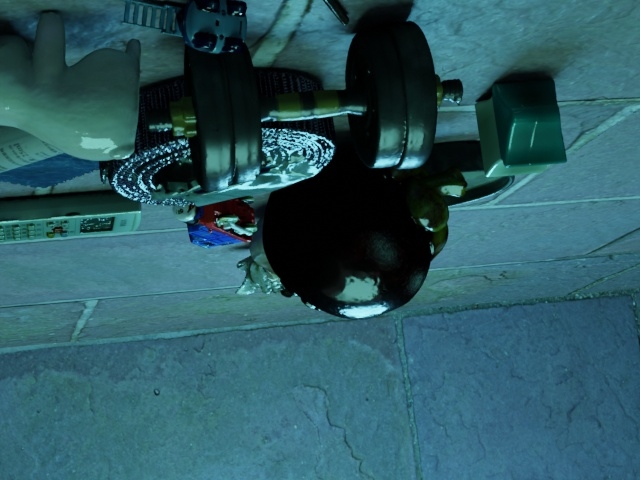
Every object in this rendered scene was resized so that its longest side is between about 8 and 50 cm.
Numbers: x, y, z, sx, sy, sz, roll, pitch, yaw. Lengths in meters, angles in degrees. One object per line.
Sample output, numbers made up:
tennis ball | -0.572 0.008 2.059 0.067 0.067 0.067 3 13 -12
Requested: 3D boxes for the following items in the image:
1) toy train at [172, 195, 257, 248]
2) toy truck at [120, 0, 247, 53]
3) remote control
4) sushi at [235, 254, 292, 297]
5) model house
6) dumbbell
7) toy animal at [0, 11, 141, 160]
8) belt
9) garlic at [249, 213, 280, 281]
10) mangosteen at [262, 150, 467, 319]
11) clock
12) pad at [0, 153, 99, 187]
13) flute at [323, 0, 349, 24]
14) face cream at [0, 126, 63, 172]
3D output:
toy train | -0.189 -0.044 2.225 0.131 0.083 0.204 -9 168 17
toy truck | -0.146 -0.241 1.384 0.136 0.063 0.074 5 -176 -43
remote control | -0.479 -0.036 2.150 0.344 0.050 0.145 -6 168 -13
sushi | -0.056 0.049 2.698 0.273 0.134 0.109 -26 -169 30
model house | 0.300 -0.167 1.851 0.100 0.127 0.149 -6 172 -11
dumbbell | -0.017 -0.164 1.522 0.388 0.185 0.185 -6 168 -10
toy animal | -0.332 -0.182 1.412 0.282 0.138 0.140 18 154 -9
belt | -0.140 -0.138 1.734 0.324 0.122 0.260 -12 161 9
garlic | 0.001 0.001 2.427 0.279 0.132 0.325 1 162 -35
mangosteen | 0.053 -0.027 2.034 0.297 0.297 0.313 0 129 -33
clock | 0.207 -0.110 2.237 0.280 0.055 0.280 -8 169 -2
pad | -0.416 -0.128 1.853 0.269 0.012 0.269 -16 166 35
flute | -0.006 -0.284 1.376 0.014 0.014 0.269 -11 168 14
face cream | -0.429 -0.129 1.667 0.269 0.082 0.082 -14 167 26
